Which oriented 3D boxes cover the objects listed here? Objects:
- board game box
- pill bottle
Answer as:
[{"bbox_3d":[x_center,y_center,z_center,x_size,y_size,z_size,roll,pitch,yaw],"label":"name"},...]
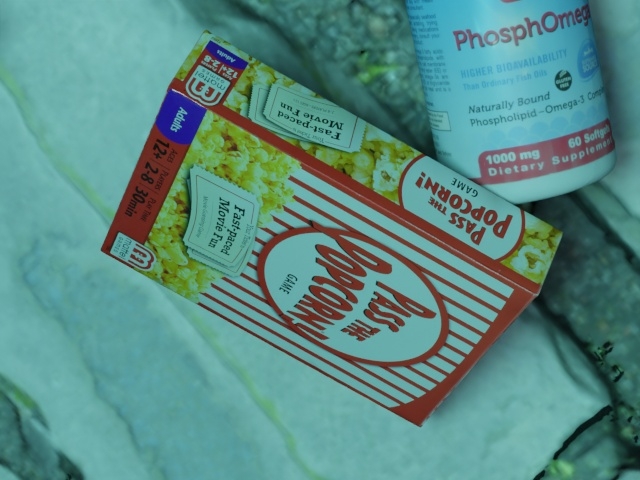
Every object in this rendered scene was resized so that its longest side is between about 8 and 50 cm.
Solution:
[{"bbox_3d":[0.000,0.000,0.790,0.193,0.045,0.147,29,143,-2],"label":"board game box"},{"bbox_3d":[0.087,-0.103,0.773,0.087,0.087,0.160,-11,103,8],"label":"pill bottle"}]
